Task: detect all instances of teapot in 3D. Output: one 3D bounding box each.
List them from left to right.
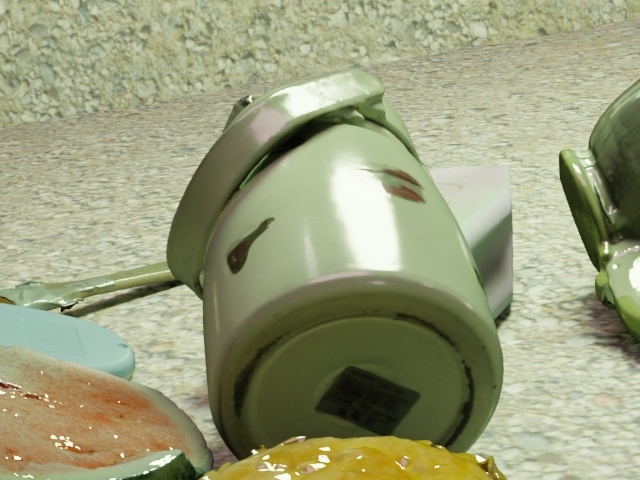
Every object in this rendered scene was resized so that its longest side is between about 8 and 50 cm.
[{"bbox_3d":[0.351,-0.017,1.460,0.239,0.321,0.239,-23,-27,8],"label":"teapot"}]

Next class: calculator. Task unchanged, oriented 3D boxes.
[{"bbox_3d":[-0.320,0.096,1.486,0.303,0.042,0.188,8,15,-18],"label":"calculator"}]

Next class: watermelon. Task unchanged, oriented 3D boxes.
[{"bbox_3d":[-0.192,0.160,1.027,0.224,0.180,0.305,-33,6,3],"label":"watermelon"}]

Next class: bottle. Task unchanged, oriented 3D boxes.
[{"bbox_3d":[0.000,0.000,1.236,0.229,0.229,0.351,-9,40,-1],"label":"bottle"}]

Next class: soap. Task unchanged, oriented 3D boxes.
[{"bbox_3d":[0.070,0.025,1.533,0.208,0.115,0.347,0,17,27],"label":"soap"}]

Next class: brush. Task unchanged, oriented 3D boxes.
[{"bbox_3d":[-0.239,0.047,1.752,0.337,0.020,0.085,-12,17,-36],"label":"brush"}]

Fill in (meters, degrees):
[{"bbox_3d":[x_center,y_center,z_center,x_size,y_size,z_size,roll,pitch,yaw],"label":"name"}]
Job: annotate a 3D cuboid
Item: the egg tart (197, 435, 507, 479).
[{"bbox_3d":[0.014,0.194,0.900,0.341,0.132,0.341,-9,13,2],"label":"egg tart"}]
